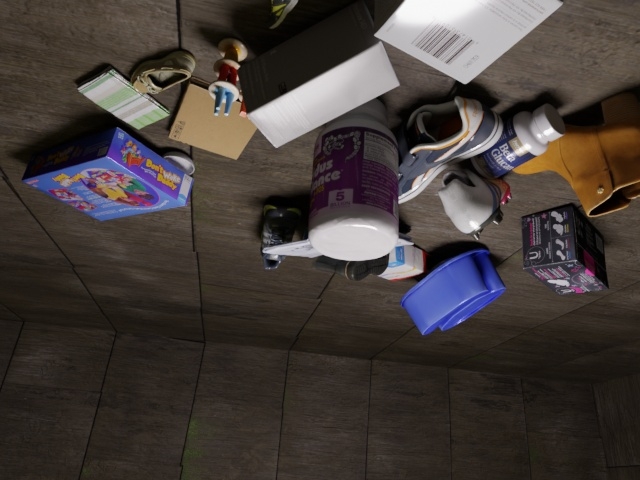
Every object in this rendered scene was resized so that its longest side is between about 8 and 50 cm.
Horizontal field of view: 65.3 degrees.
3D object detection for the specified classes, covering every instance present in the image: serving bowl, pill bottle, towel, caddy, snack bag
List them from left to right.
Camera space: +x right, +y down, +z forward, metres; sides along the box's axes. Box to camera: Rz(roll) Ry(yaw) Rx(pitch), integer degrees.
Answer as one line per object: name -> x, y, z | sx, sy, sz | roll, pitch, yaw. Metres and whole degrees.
towel -> -0.403, -0.290, 1.029 | 0.113, 0.023, 0.152 | -10, 153, 32
serving bowl -> -0.346, -0.191, 1.212 | 0.084, 0.027, 0.083 | 4, 155, 2
snack bag -> 0.053, 0.016, 1.358 | 0.343, 0.037, 0.323 | -9, 173, 22
pill bottle -> 0.066, -0.127, 0.966 | 0.170, 0.301, 0.169 | 3, 154, 1
caddy -> 0.414, 0.154, 1.603 | 0.241, 0.179, 0.341 | -1, 144, -44
pill bottle -> 0.394, -0.200, 1.003 | 0.094, 0.094, 0.169 | 20, 148, -30

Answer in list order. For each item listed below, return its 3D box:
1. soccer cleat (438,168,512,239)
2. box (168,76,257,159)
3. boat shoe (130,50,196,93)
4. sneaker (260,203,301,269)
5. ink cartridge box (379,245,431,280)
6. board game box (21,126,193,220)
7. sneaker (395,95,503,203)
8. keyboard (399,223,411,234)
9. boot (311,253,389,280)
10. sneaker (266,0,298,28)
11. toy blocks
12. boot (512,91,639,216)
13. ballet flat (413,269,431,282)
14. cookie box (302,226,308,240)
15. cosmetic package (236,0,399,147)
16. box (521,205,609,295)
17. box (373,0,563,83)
soccer cleat -> 0.339, -0.110, 1.104 | 0.116, 0.143, 0.331 | -42, 178, 25
box -> -0.224, -0.253, 1.072 | 0.165, 0.021, 0.201 | 16, 152, -23
boat shoe -> -0.301, -0.307, 0.940 | 0.153, 0.048, 0.056 | -9, 151, 26
sneaker -> -0.121, -0.008, 1.451 | 0.111, 0.121, 0.300 | 6, 154, -5
ink cartridge box -> 0.244, 0.069, 1.580 | 0.134, 0.077, 0.231 | -17, 155, 37
board game box -> -0.525, -0.149, 1.233 | 0.348, 0.078, 0.233 | -6, 153, 32
sneaker -> 0.200, -0.188, 1.030 | 0.128, 0.126, 0.321 | 20, 140, -38
keyboard -> 0.167, -0.042, 1.453 | 0.180, 0.023, 0.108 | 22, 143, -31
boot -> 0.086, 0.051, 1.335 | 0.137, 0.076, 0.198 | 8, -171, 36
sneaker -> -0.065, -0.374, 0.794 | 0.035, 0.031, 0.083 | 34, 140, -24
toy blocks -> -0.146, -0.264, 0.891 | 0.054, 0.148, 0.123 | -9, 151, 26
boot -> 0.503, -0.138, 0.983 | 0.104, 0.211, 0.295 | 19, 151, -27
ballet flat -> 0.402, 0.135, 1.754 | 0.206, 0.073, 0.067 | 25, 121, -41
cookie box -> 0.000, 0.000, 1.543 | 0.107, 0.040, 0.091 | 7, 154, -8
cosmetic package -> -0.005, -0.270, 0.818 | 0.238, 0.127, 0.107 | -27, 144, 16
box -> 0.671, 0.035, 1.373 | 0.142, 0.163, 0.247 | -15, 148, 42
box -> 0.198, -0.347, 0.699 | 0.181, 0.118, 0.182 | 17, 151, -25
